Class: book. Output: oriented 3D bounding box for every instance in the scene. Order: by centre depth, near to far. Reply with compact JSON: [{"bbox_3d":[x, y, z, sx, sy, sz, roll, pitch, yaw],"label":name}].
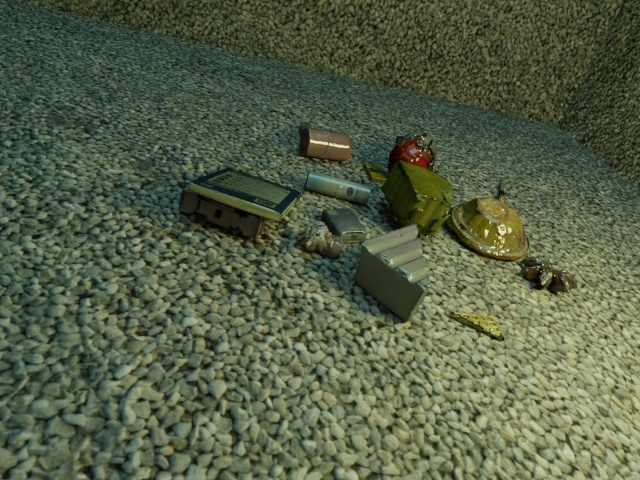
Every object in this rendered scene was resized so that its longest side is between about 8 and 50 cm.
[{"bbox_3d":[-0.233,-0.164,1.743,0.299,0.039,0.428,19,15,2],"label":"book"}]

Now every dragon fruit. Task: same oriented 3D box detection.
[{"bbox_3d":[0.394,-0.354,2.266,0.192,0.274,0.192,19,-2,-2],"label":"dragon fruit"}]

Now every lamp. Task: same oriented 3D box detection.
[{"bbox_3d":[0.459,-0.394,2.441,0.197,0.198,0.244,3,57,-22],"label":"lamp"}]

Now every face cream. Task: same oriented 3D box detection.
[{"bbox_3d":[0.066,-0.204,2.026,0.249,0.077,0.077,14,31,-6],"label":"face cream"}]

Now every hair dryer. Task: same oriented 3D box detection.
[{"bbox_3d":[-0.010,-0.474,2.393,0.210,0.126,0.352,4,27,-22],"label":"hair dryer"}]

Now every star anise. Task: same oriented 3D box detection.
[{"bbox_3d":[0.817,0.124,1.883,0.212,0.073,0.196,32,31,26],"label":"star anise"}]

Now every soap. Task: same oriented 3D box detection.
[{"bbox_3d":[0.278,0.089,1.589,0.302,0.159,0.257,-20,43,-42],"label":"soap"}]

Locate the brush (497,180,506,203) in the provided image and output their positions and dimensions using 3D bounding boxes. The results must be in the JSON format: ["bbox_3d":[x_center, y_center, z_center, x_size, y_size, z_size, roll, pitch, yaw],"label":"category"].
[{"bbox_3d":[0.877,-0.236,2.523,0.042,0.039,0.299,26,29,7],"label":"brush"}]

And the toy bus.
[{"bbox_3d":[-0.305,-0.095,1.662,0.273,0.090,0.112,22,25,8],"label":"toy bus"}]

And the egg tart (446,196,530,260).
[{"bbox_3d":[0.669,-0.065,2.045,0.351,0.150,0.352,11,35,-8],"label":"egg tart"}]

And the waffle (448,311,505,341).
[{"bbox_3d":[0.463,0.253,1.552,0.152,0.024,0.098,10,31,-15],"label":"waffle"}]

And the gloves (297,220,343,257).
[{"bbox_3d":[0.005,-0.003,1.674,0.144,0.094,0.111,15,42,-19],"label":"gloves"}]

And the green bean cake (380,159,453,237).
[{"bbox_3d":[0.386,-0.131,1.979,0.284,0.202,0.310,19,30,-20],"label":"green bean cake"}]

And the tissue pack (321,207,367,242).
[{"bbox_3d":[0.081,-0.054,1.824,0.112,0.051,0.156,-3,37,-25],"label":"tissue pack"}]

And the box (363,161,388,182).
[{"bbox_3d":[0.249,-0.301,2.323,0.086,0.023,0.155,5,33,-14],"label":"box"}]
